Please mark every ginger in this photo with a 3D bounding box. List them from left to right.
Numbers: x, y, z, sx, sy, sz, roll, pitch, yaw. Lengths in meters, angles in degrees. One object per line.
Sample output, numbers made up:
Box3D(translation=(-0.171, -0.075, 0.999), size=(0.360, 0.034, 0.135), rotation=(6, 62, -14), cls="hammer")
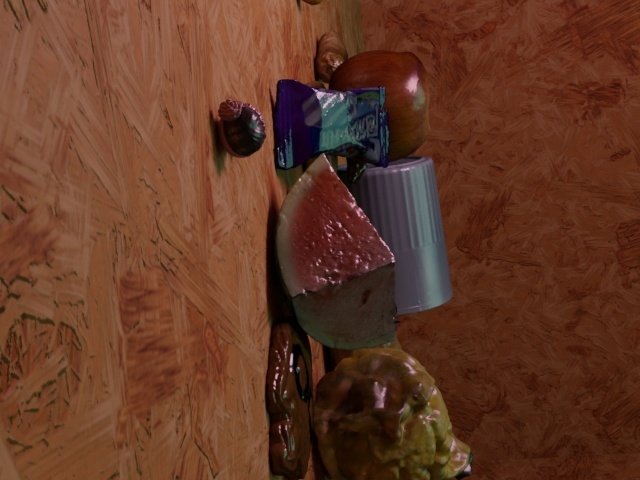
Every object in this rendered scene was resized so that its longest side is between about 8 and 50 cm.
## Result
Box3D(translation=(0.026, -0.405, 2.182), size=(0.190, 0.069, 0.095), rotation=(-84, 172, -60), cls="ginger")

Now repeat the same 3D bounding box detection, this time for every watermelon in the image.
Box3D(translation=(0.018, 0.027, 1.489), size=(0.260, 0.176, 0.256), rotation=(58, 18, 21), cls="watermelon")

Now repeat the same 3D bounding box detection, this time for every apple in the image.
Box3D(translation=(0.111, -0.248, 1.822), size=(0.211, 0.188, 0.211), rotation=(-2, 90, -81), cls="apple")

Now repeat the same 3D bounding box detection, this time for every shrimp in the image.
Box3D(translation=(0.091, -0.212, 2.005), size=(0.154, 0.062, 0.294), rotation=(90, 15, -46), cls="shrimp")

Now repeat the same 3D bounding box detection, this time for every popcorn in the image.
Box3D(translation=(0.110, 0.332, 1.736), size=(0.237, 0.293, 0.292), rotation=(86, 4, -56), cls="popcorn")

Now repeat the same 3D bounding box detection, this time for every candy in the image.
Box3D(translation=(0.025, -0.190, 1.622), size=(0.275, 0.070, 0.145), rotation=(-5, 96, -44), cls="candy")

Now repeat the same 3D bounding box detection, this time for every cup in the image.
Box3D(translation=(0.148, -0.023, 2.160), size=(0.331, 0.257, 0.311), rotation=(-55, 138, -76), cls="cup")

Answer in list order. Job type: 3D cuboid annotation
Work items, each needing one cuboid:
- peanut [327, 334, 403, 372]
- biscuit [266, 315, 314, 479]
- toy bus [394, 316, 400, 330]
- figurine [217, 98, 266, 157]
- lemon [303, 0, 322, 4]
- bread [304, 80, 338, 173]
Box3D(translation=(0.090, 0.215, 1.953), size=(0.174, 0.158, 0.339), rotation=(-42, 126, -54), cls="peanut")
Box3D(translation=(-0.038, 0.224, 1.419), size=(0.290, 0.041, 0.208), rotation=(-84, 166, -56), cls="biscuit")
Box3D(translation=(0.147, 0.155, 2.576), size=(0.274, 0.112, 0.090), rotation=(73, 15, -59), cls="toy bus")
Box3D(translation=(-0.092, -0.142, 1.191), size=(0.129, 0.054, 0.072), rotation=(-72, 152, -76), cls="figurine")
Box3D(translation=(-0.017, -0.505, 1.939), size=(0.092, 0.065, 0.065), rotation=(84, 5, -55), cls="lemon")
Box3D(translation=(-0.004, -0.202, 1.860), size=(0.139, 0.060, 0.178), rotation=(-80, 164, -62), cls="bread")
